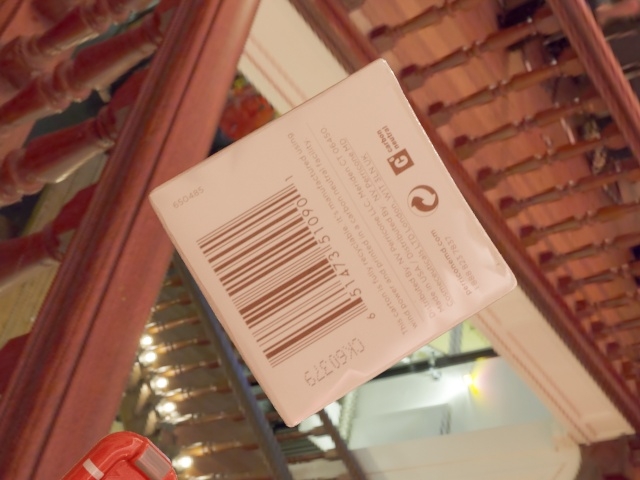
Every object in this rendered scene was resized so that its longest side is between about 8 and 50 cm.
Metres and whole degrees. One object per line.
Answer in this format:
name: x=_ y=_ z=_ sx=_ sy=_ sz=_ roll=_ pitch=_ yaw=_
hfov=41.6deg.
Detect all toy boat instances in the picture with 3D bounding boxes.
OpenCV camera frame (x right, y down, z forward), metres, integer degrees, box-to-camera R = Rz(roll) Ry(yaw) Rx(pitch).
toy boat: x=-0.306 y=0.395 z=1.208 sx=0.231 sy=0.151 sz=0.151 roll=-46 pitch=107 yaw=-16

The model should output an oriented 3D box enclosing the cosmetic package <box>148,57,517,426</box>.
cosmetic package: x=0.000 y=0.000 z=0.538 sx=0.151 sy=0.151 sz=0.183 roll=59 pitch=-4 yaw=-4
